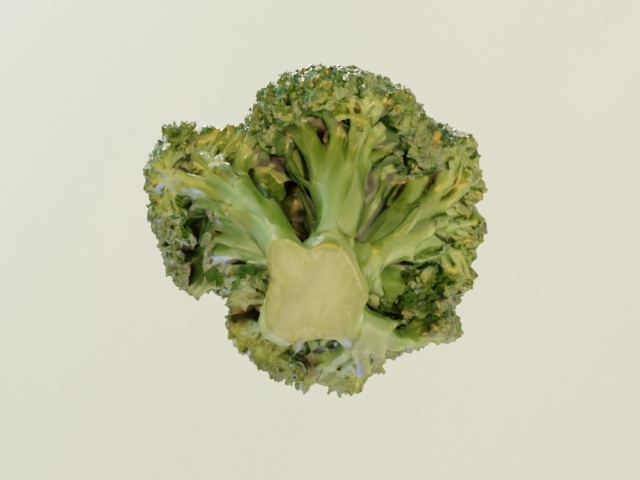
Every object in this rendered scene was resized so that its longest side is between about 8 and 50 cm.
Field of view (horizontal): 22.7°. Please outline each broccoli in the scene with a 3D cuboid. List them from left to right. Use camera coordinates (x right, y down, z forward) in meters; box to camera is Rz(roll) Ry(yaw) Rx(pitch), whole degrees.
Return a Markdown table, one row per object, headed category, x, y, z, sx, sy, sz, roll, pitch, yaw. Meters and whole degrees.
| category | x | y | z | sx | sy | sz | roll | pitch | yaw |
| --- | --- | --- | --- | --- | --- | --- | --- | --- | --- |
| broccoli | 0.000 | 0.000 | 1.195 | 0.241 | 0.261 | 0.269 | -99 | -173 | -74 |
